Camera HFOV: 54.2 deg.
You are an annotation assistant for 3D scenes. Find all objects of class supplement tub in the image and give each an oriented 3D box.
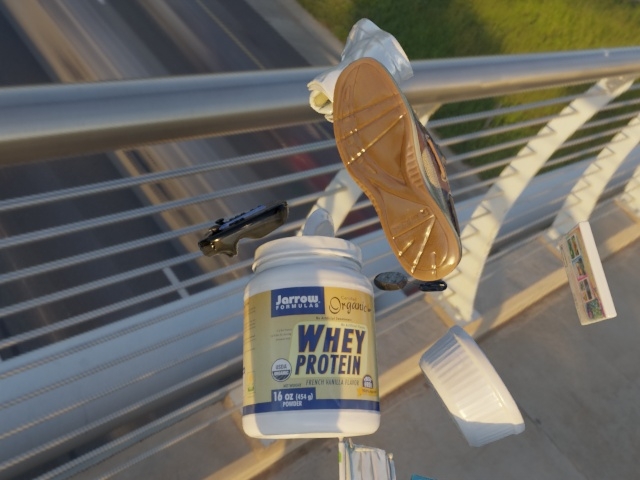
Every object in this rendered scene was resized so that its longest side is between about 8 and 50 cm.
[{"bbox_3d":[-0.019,0.170,1.069,0.228,0.228,0.316,7,69,-23],"label":"supplement tub"}]

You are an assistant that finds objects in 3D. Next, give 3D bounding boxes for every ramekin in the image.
[{"bbox_3d":[0.332,0.339,1.418,0.127,0.273,0.272,-32,60,-1],"label":"ramekin"}]

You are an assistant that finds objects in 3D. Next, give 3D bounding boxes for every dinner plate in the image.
[{"bbox_3d":[0.000,0.000,1.362,0.017,0.141,0.141,10,32,31],"label":"dinner plate"}]

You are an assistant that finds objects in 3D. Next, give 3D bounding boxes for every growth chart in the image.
[{"bbox_3d":[0.116,0.566,1.483,0.237,0.021,0.171,33,48,-40],"label":"growth chart"}]

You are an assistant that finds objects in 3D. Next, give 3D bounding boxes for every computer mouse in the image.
[{"bbox_3d":[0.273,0.137,1.912,0.242,0.041,0.071,6,32,35],"label":"computer mouse"}]

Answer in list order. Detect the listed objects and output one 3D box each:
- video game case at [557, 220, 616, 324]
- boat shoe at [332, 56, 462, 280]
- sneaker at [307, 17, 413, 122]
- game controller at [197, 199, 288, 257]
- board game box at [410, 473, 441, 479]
[{"bbox_3d":[0.443,0.059,1.048,0.019,0.143,0.157,-12,76,4],"label":"video game case"},{"bbox_3d":[0.127,-0.108,0.938,0.123,0.123,0.341,-13,76,-60],"label":"boat shoe"},{"bbox_3d":[0.044,-0.301,1.111,0.108,0.169,0.292,56,6,-22],"label":"sneaker"},{"bbox_3d":[-0.141,-0.031,1.164,0.166,0.319,0.067,-34,98,-4],"label":"game controller"},{"bbox_3d":[0.272,0.630,1.252,0.254,0.336,0.079,11,33,3],"label":"board game box"}]
